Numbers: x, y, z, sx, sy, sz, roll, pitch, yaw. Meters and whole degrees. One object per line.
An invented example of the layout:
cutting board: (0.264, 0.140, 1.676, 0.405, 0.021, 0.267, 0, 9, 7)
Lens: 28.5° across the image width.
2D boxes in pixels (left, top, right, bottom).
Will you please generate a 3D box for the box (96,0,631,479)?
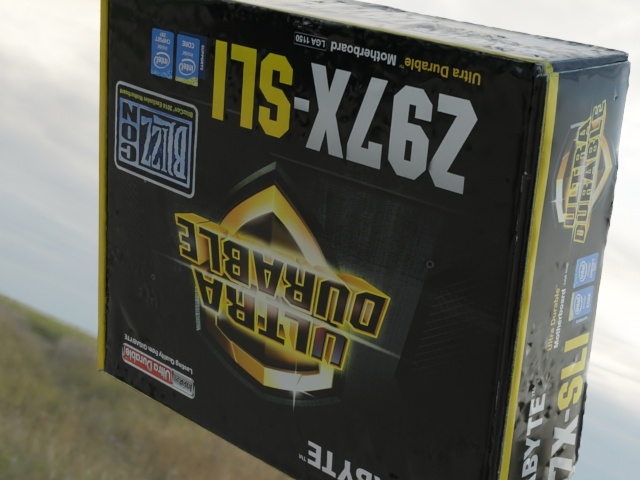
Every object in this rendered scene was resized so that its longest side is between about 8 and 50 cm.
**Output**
box: (0.000, 0.000, 0.688, 0.079, 0.257, 0.322, -12, 24, -44)
